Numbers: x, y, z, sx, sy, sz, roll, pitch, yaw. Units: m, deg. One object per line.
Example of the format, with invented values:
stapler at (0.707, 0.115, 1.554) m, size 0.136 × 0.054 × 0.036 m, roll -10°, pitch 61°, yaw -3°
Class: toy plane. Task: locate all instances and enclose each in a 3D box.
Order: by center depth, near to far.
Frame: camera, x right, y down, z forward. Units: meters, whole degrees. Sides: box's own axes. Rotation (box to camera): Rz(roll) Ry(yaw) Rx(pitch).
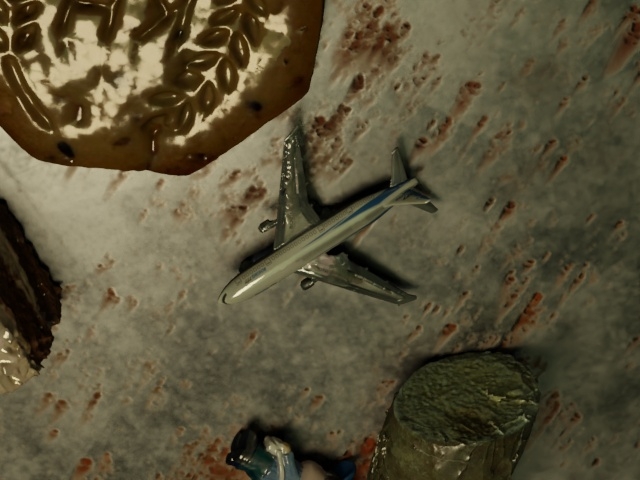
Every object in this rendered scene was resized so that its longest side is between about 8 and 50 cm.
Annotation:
toy plane at (0.001, -0.003, 1.640) m, size 0.226 × 0.058 × 0.226 m, roll -27°, pitch 121°, yaw 15°

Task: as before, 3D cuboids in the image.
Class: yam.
yam at (0.117, 0.236, 1.731) m, size 0.154 × 0.154 × 0.254 m, roll 12°, pitch 120°, yaw -10°

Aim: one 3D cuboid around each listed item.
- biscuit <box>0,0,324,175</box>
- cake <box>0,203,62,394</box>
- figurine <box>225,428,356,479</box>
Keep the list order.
biscuit at (-0.165, -0.210, 1.523) m, size 0.359 × 0.046 × 0.359 m, roll -2°, pitch 120°, yaw -3°
cake at (-0.321, 0.066, 1.606) m, size 0.134 × 0.147 × 0.135 m, roll -24°, pitch 116°, yaw 9°
figurine at (-0.029, 0.245, 1.766) m, size 0.136 × 0.079 × 0.077 m, roll 21°, pitch 157°, yaw -19°
